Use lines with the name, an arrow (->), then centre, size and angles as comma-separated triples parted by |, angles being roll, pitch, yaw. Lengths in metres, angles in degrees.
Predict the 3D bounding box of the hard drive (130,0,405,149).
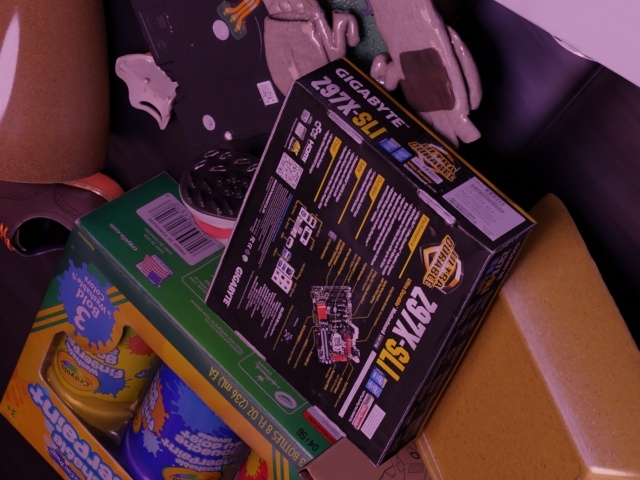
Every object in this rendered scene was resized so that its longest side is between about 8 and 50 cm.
hard drive -> -0.049, -0.233, 1.943 | 0.339, 0.064, 0.237 | -11, 106, 46

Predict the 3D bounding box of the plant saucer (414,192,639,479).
plant saucer -> 0.189, 0.180, 1.852 | 0.333, 0.081, 0.333 | -59, 45, 47

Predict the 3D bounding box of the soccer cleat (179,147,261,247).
soccer cleat -> 0.000, 0.000, 2.027 | 0.318, 0.109, 0.116 | 22, 158, 22

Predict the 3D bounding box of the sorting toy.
sorting toy -> -0.188, -0.162, 2.134 | 0.083, 0.045, 0.075 | 39, 142, 19

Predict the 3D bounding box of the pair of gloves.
pair of gloves -> 0.047, -0.172, 1.815 | 0.240, 0.042, 0.204 | -8, 111, 46

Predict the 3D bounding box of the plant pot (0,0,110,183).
plant pot -> -0.333, -0.225, 2.117 | 0.237, 0.237, 0.254 | 25, 115, 31

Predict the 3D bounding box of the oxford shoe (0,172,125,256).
oxford shoe -> -0.368, -0.040, 2.278 | 0.271, 0.098, 0.097 | 5, 142, 26

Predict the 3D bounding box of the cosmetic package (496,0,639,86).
cosmetic package -> 0.287, -0.319, 1.511 | 0.197, 0.155, 0.365 | 37, 135, 22

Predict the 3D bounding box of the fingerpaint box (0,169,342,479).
fingerpaint box -> -0.137, 0.210, 2.214 | 0.445, 0.163, 0.371 | 44, 136, 14

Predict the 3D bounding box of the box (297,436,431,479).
box -> 0.089, 0.256, 2.003 | 0.164, 0.201, 0.021 | 55, 140, 3

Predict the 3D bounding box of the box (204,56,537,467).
box -> 0.037, 0.025, 1.845 | 0.257, 0.079, 0.322 | 41, 134, 18
